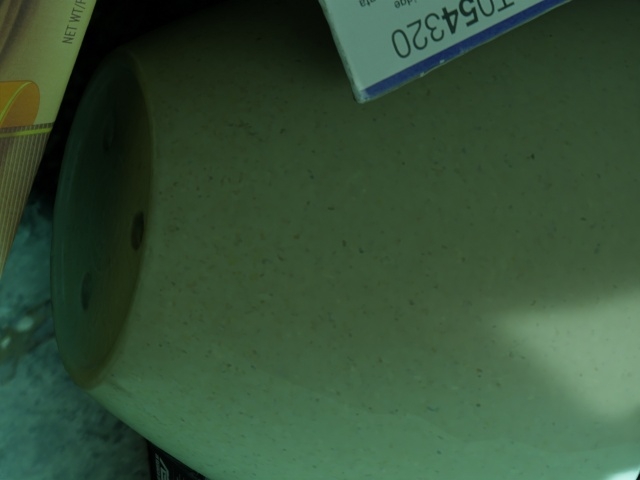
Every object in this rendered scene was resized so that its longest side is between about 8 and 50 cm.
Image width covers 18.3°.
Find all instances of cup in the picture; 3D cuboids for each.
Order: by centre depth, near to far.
[{"bbox_3d":[0.000,0.000,1.000,0.237,0.331,0.331,7,112,-23],"label":"cup"}]

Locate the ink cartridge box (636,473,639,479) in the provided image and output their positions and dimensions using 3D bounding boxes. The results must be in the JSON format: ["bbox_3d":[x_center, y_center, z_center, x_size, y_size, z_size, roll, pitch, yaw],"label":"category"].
[{"bbox_3d":[0.309,0.229,1.552,0.270,0.151,0.395,-54,138,-3],"label":"ink cartridge box"}]

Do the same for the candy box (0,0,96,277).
[{"bbox_3d":[-0.219,-0.050,0.886,0.183,0.087,0.316,6,112,-47],"label":"candy box"}]

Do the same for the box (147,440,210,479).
[{"bbox_3d":[0.004,0.277,1.207,0.076,0.242,0.307,-26,131,-30],"label":"box"}]

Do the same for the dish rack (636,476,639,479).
[{"bbox_3d":[0.165,0.222,1.098,0.271,0.074,0.208,-43,139,-25],"label":"dish rack"}]

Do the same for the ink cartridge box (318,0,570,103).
[{"bbox_3d":[0.064,-0.273,0.931,0.324,0.071,0.330,-28,106,-30],"label":"ink cartridge box"}]
